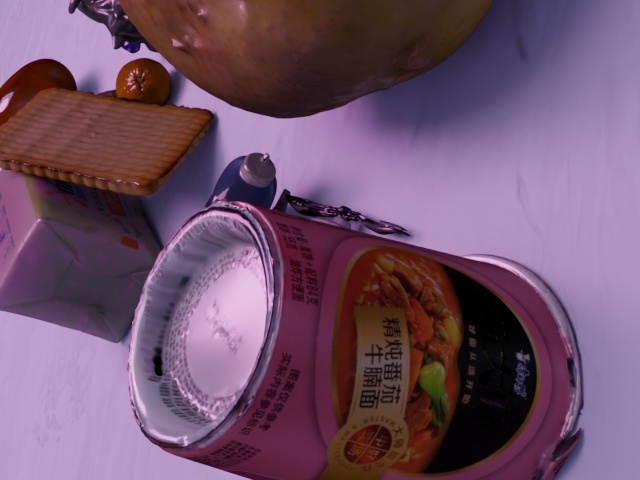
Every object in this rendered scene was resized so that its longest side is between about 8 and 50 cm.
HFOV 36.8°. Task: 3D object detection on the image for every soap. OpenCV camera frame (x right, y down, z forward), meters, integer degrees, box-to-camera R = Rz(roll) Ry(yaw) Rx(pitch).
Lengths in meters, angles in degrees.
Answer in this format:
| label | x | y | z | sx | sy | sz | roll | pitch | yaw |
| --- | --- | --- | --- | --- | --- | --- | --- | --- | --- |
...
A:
| label | x | y | z | sx | sy | sz | roll | pitch | yaw |
| --- | --- | --- | --- | --- | --- | --- | --- | --- | --- |
| soap | -0.317 | 0.002 | 1.205 | 0.138 | 0.182 | 0.199 | -55 | 39 | 18 |

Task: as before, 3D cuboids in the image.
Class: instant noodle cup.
| label | x | y | z | sx | sy | sz | roll | pitch | yaw |
| --- | --- | --- | --- | --- | --- | --- | --- | --- | --- |
| instant noodle cup | 0.013 | 0.088 | 0.673 | 0.244 | 0.255 | 0.243 | -24 | 57 | 42 |

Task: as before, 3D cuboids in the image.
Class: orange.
| label | x | y | z | sx | sy | sz | roll | pitch | yaw |
| --- | --- | --- | --- | --- | --- | --- | --- | --- | --- |
| orange | -0.241 | -0.209 | 1.305 | 0.085 | 0.085 | 0.085 | -28 | 52 | 43 |

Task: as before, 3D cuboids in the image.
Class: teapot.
| label | x | y | z | sx | sy | sz | roll | pitch | yaw |
| --- | --- | --- | --- | --- | --- | --- | --- | --- | --- |
| teapot | -0.456 | -0.187 | 1.547 | 0.178 | 0.135 | 0.252 | -50 | 2 | -34 |

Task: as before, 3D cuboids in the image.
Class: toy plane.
| label | x | y | z | sx | sy | sz | roll | pitch | yaw |
| --- | --- | --- | --- | --- | --- | --- | --- | --- | --- |
| toy plane | -0.001 | 0.001 | 0.911 | 0.197 | 0.053 | 0.078 | 21 | 82 | 54 |

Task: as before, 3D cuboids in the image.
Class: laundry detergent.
| label | x | y | z | sx | sy | sz | roll | pitch | yaw |
| --- | --- | --- | --- | --- | --- | --- | --- | --- | --- |
| laundry detergent | -0.096 | -0.018 | 0.986 | 0.206 | 0.061 | 0.096 | -52 | 7 | 45 |

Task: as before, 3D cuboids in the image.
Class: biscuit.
| label | x | y | z | sx | sy | sz | roll | pitch | yaw |
| --- | --- | --- | --- | --- | --- | --- | --- | --- | --- |
| biscuit | -0.272 | -0.124 | 1.177 | 0.255 | 0.029 | 0.172 | 11 | 40 | 18 |

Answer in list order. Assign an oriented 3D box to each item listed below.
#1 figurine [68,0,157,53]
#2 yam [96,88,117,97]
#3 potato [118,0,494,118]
| label | x | y | z | sx | sy | sz | roll | pitch | yaw |
| --- | --- | --- | --- | --- | --- | --- | --- | --- | --- |
| figurine | -0.185 | -0.421 | 1.255 | 0.382 | 0.186 | 0.261 | -54 | 49 | 11 |
| yam | -0.299 | -0.214 | 1.429 | 0.129 | 0.033 | 0.027 | 7 | 105 | 58 |
| potato | -0.031 | -0.268 | 0.811 | 0.442 | 0.386 | 0.319 | -172 | 86 | -65 |
